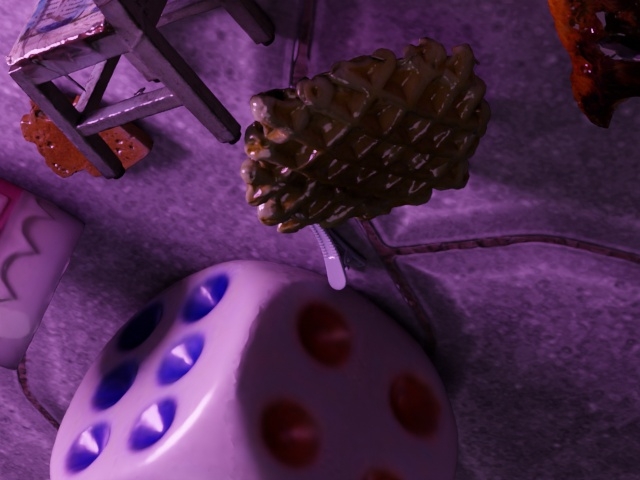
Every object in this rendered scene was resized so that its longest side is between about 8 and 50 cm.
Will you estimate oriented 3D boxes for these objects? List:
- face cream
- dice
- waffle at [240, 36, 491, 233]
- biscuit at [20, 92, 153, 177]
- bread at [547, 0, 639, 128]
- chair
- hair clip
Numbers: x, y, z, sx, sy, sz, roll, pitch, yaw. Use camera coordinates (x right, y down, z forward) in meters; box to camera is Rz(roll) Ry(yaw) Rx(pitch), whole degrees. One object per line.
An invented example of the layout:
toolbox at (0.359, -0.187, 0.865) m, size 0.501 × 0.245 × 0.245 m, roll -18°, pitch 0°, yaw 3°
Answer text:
face cream at (-0.352, 0.016, 1.361) m, size 0.194 × 0.175 × 0.175 m, roll 27°, pitch 142°, yaw -9°
dice at (-0.067, 0.215, 1.424) m, size 0.304 × 0.277 × 0.304 m, roll 41°, pitch 140°, yaw -26°
waffle at (0.037, -0.078, 1.121) m, size 0.214 × 0.054 × 0.208 m, roll -17°, pitch 152°, yaw -9°
biscuit at (-0.216, -0.097, 1.291) m, size 0.129 × 0.019 × 0.119 m, roll 11°, pitch 142°, yaw 10°
bread at (0.232, -0.168, 0.973) m, size 0.139 × 0.095 × 0.269 m, roll 7°, pitch 156°, yaw 17°
chair at (-0.171, -0.191, 1.056) m, size 0.147 × 0.136 × 0.270 m, roll -12°, pitch 135°, yaw 32°
hair clip at (0.001, 0.000, 1.314) m, size 0.030 × 0.039 × 0.115 m, roll -16°, pitch 130°, yaw 29°
